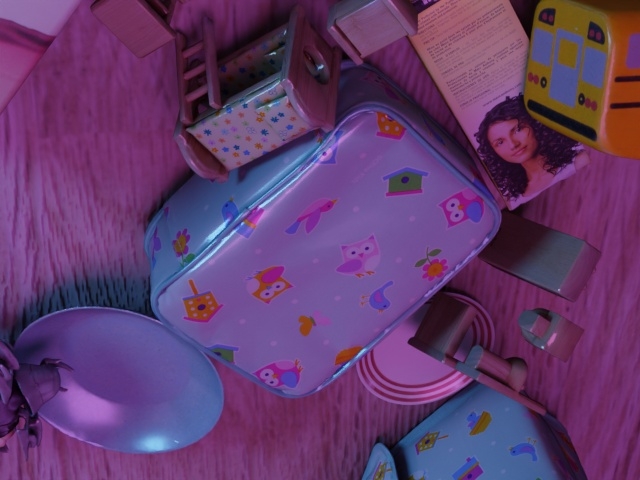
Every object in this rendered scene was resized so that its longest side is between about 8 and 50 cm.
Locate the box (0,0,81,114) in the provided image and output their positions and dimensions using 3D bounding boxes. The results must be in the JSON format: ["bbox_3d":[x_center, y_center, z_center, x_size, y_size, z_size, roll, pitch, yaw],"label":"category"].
[{"bbox_3d":[-0.272,-0.148,0.824,0.127,0.148,0.232,30,114,-30],"label":"box"}]

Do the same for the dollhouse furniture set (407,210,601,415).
[{"bbox_3d":[0.197,0.074,1.113,0.123,0.144,0.151,30,88,-34],"label":"dollhouse furniture set"}]

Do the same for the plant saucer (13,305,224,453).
[{"bbox_3d":[-0.179,0.117,1.087,0.195,0.037,0.195,4,132,5],"label":"plant saucer"}]

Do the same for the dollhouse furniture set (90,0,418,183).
[{"bbox_3d":[-0.049,-0.150,0.875,0.182,0.101,0.161,-24,130,29],"label":"dollhouse furniture set"}]

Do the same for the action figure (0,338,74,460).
[{"bbox_3d":[-0.354,0.137,1.034,0.285,0.099,0.185,-11,128,-6],"label":"action figure"}]

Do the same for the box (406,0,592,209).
[{"bbox_3d":[0.139,-0.135,0.998,0.087,0.058,0.232,-32,126,8],"label":"box"}]

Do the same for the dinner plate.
[{"bbox_3d":[0.102,0.104,1.184,0.141,0.017,0.141,-7,127,-10],"label":"dinner plate"}]

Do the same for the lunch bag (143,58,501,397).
[{"bbox_3d":[0.000,0.000,1.026,0.279,0.108,0.224,-42,129,17],"label":"lunch bag"}]

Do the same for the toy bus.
[{"bbox_3d":[0.333,-0.136,0.987,0.333,0.108,0.130,-7,113,-24],"label":"toy bus"}]

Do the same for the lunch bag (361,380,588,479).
[{"bbox_3d":[0.139,0.291,1.198,0.262,0.223,0.160,-36,120,14],"label":"lunch bag"}]
